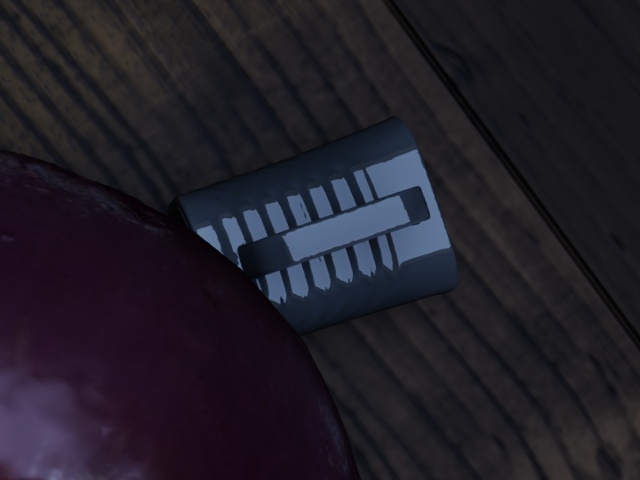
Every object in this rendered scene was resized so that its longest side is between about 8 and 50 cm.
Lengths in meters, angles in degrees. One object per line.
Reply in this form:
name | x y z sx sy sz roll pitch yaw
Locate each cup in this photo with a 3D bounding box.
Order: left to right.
cup | 0.000 0.000 0.710 0.129 0.128 0.095 -20 91 -12

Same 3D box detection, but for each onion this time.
onion | -0.168 0.140 0.567 0.358 0.345 0.358 1 92 23
